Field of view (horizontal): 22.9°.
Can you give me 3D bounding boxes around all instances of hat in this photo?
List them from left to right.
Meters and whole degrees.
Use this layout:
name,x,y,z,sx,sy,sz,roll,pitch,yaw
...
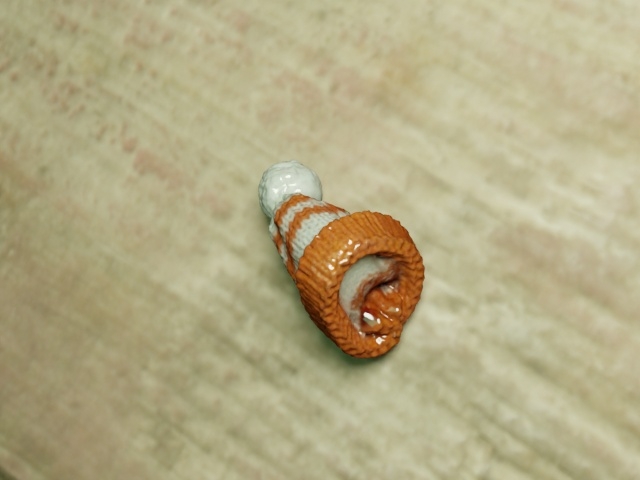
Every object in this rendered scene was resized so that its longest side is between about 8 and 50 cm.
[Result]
name,x,y,z,sx,sy,sz,roll,pitch,yaw
hat,0.000,0.000,1.150,0.094,0.112,0.162,-37,46,-13
